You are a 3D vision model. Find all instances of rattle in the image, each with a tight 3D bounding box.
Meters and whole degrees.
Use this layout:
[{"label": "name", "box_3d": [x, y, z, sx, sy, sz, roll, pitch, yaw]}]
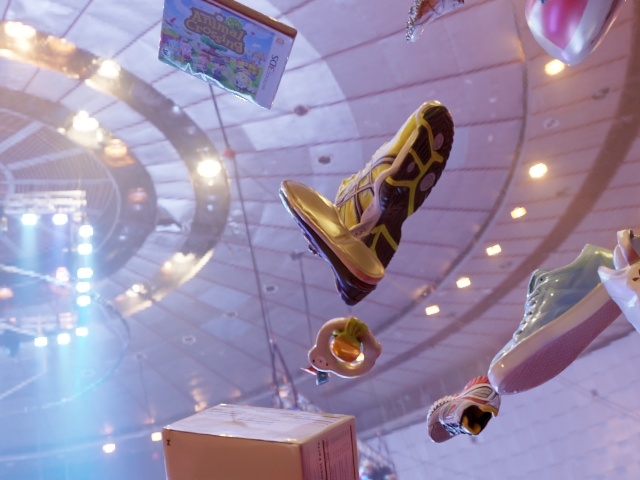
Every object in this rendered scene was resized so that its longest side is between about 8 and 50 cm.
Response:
[{"label": "rattle", "box_3d": [0.014, 0.244, 1.401, 0.199, 0.143, 0.130, -34, -69, 29]}]

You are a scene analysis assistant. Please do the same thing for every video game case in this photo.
[{"label": "video game case", "box_3d": [-0.158, -0.316, 1.191, 0.212, 0.023, 0.193, 24, -30, -4]}]

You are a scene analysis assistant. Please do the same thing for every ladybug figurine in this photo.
[{"label": "ladybug figurine", "box_3d": [0.514, -0.543, 1.402, 0.161, 0.305, 0.449, 18, -36, 6]}]

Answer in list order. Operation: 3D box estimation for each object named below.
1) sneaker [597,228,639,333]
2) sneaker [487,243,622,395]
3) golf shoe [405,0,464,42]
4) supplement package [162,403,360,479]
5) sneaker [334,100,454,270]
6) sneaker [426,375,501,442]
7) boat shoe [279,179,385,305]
[{"label": "sneaker", "box_3d": [0.532, 0.105, 1.067, 0.137, 0.210, 0.366, -35, -35, 24]}, {"label": "sneaker", "box_3d": [0.418, 0.136, 1.337, 0.366, 0.150, 0.135, -32, -42, -20]}, {"label": "golf shoe", "box_3d": [0.209, -0.417, 1.296, 0.086, 0.069, 0.176, 16, -43, -11]}, {"label": "supplement package", "box_3d": [-0.087, 0.369, 1.095, 0.261, 0.204, 0.145, -4, 2, 34]}, {"label": "sneaker", "box_3d": [0.106, -0.098, 1.362, 0.145, 0.147, 0.385, 3, -56, -49]}, {"label": "sneaker", "box_3d": [0.303, 0.381, 1.580, 0.088, 0.093, 0.225, 29, -50, -10]}, {"label": "boat shoe", "box_3d": [0.000, 0.000, 0.954, 0.075, 0.206, 0.065, -2, -48, -46]}]
